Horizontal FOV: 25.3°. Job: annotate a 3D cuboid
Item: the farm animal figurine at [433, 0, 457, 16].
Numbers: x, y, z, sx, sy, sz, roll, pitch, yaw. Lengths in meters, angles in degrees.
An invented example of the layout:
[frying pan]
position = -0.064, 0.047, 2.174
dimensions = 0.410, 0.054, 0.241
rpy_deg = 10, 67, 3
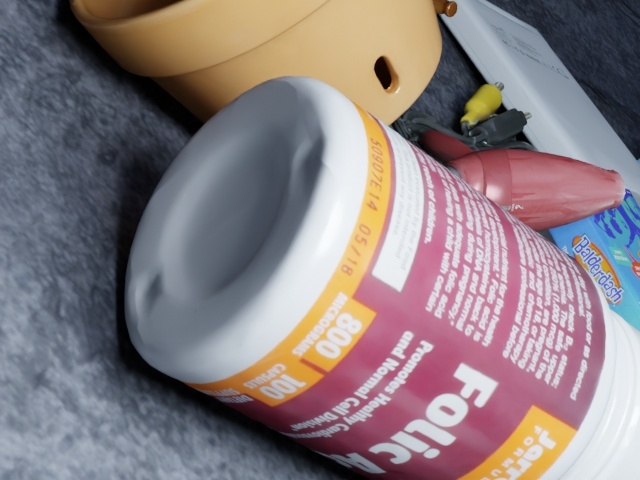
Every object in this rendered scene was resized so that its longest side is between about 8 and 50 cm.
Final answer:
[farm animal figurine]
position = 0.052, -0.402, 1.592
dimensions = 0.172, 0.327, 0.330
rpy_deg = 26, 6, 36

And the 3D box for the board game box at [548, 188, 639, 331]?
[board game box]
position = 0.305, 0.035, 1.414
dimensions = 0.160, 0.047, 0.210
rpy_deg = 9, 49, -53

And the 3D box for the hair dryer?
[hair dryer]
position = 0.140, -0.078, 1.337
dimensions = 0.293, 0.080, 0.223
rpy_deg = 16, 30, 9

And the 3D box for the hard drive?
[hard drive]
position = 0.297, -0.172, 1.832
dimensions = 0.233, 0.047, 0.353
rpy_deg = 17, 35, -48

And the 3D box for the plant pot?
[plant pot]
position = -0.032, -0.198, 1.185
dimensions = 0.203, 0.291, 0.291
rpy_deg = 55, 21, -33

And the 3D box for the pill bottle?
[pill bottle]
position = 0.072, 0.069, 1.045
dimensions = 0.392, 0.224, 0.224
rpy_deg = 32, 33, -33

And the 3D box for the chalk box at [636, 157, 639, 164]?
[chalk box]
position = 0.544, -0.056, 1.980
dimensions = 0.289, 0.179, 0.180
rpy_deg = 8, 51, -52

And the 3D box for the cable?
[cable]
position = 0.163, -0.097, 1.605
dimensions = 0.287, 0.072, 0.139
rpy_deg = -22, 92, -50

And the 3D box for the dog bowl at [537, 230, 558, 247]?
[dog bowl]
position = 0.237, 0.108, 1.387
dimensions = 0.349, 0.102, 0.349
rpy_deg = 36, 31, -27
